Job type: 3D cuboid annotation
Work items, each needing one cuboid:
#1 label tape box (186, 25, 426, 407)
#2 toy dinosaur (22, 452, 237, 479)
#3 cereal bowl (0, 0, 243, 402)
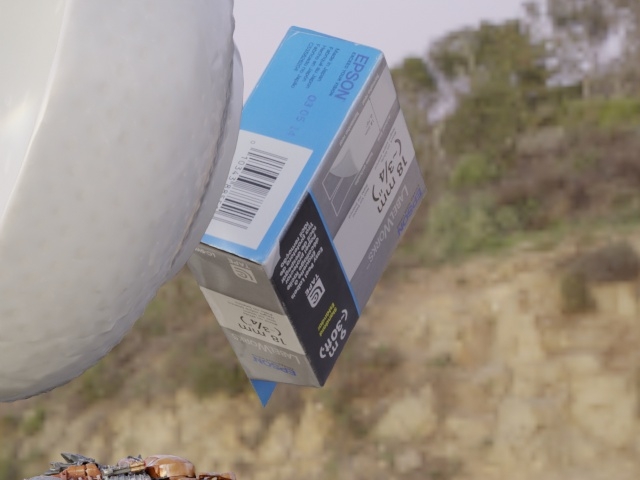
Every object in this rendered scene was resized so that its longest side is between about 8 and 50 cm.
[{"bbox_3d":[0.000,0.000,1.582,0.106,0.241,0.334,17,-26,24],"label":"label tape box"},{"bbox_3d":[-0.176,0.280,1.679,0.322,0.164,0.218,23,-31,-23],"label":"toy dinosaur"},{"bbox_3d":[-0.141,-0.063,0.953,0.141,0.339,0.339,17,-12,-25],"label":"cereal bowl"}]
